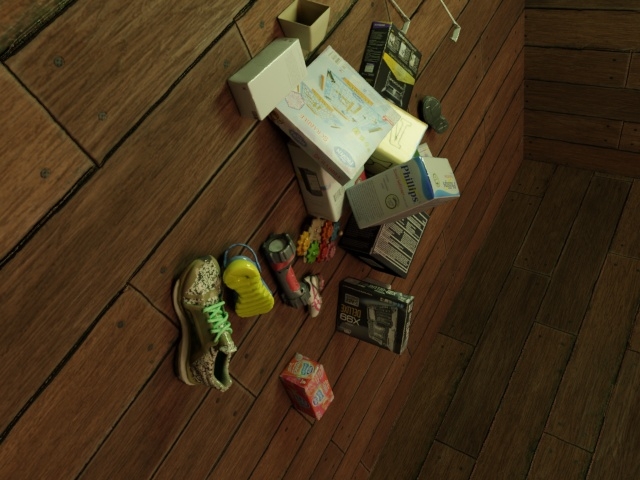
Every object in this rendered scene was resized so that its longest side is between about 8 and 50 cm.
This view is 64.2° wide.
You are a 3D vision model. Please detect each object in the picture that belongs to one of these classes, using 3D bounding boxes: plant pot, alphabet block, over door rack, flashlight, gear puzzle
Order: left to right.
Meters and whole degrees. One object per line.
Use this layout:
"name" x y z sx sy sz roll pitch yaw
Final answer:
"flashlight" -0.102 0.108 1.707 0.103 0.103 0.304 -56 144 -30
"plant pot" -0.041 -0.603 1.444 0.109 0.109 0.096 -54 157 -27
"gear puzzle" 0.000 0.000 1.815 0.339 0.044 0.176 -2 107 -67
"alphabet block" 0.233 -0.356 1.835 0.193 0.197 0.192 -63 -172 -16
"over door rack" 0.352 -0.856 1.799 0.108 0.239 0.324 -63 147 -5

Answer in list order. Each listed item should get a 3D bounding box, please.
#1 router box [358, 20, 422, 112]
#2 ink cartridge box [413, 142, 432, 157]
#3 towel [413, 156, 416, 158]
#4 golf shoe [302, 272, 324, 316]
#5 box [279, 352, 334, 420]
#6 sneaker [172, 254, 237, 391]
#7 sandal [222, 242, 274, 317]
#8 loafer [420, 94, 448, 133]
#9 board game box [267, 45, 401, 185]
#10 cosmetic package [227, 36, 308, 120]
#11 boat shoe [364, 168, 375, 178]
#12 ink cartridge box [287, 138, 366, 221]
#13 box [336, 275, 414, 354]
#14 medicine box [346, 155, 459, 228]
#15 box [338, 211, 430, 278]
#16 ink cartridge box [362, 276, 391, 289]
"router box" 0.264 -0.640 1.916 0.309 0.081 0.243 8 98 -58
"ink cartridge box" 0.479 -0.334 2.333 0.109 0.062 0.209 -28 96 -49
"towel" 0.427 -0.315 2.278 0.023 0.152 0.113 -48 149 -71
"golf shoe" -0.038 0.208 1.906 0.086 0.067 0.186 -11 118 -26
"box" -0.050 0.575 1.999 0.123 0.128 0.257 -50 143 -32
"sneaker" -0.289 0.237 1.401 0.158 0.182 0.410 -24 124 -51
"sandal" -0.217 0.119 1.522 0.126 0.138 0.317 -12 143 -8
"loafer" 0.511 -0.587 2.356 0.096 0.084 0.267 -41 145 9
"board game box" 0.046 -0.379 1.537 0.318 0.066 0.318 43 60 -8
"cosmetic package" -0.139 -0.443 1.388 0.231 0.085 0.117 -50 142 -29
"boat shoe" 0.216 -0.272 2.030 0.223 0.080 0.073 -1 101 -62
"ink cartridge box" 0.032 -0.252 1.704 0.226 0.131 0.306 -50 142 -31
"box" 0.221 0.307 2.117 0.076 0.307 0.242 -28 129 -54
"medicine box" 0.283 -0.162 1.729 0.263 0.289 0.149 -11 80 -58
"box" 0.267 -0.040 2.092 0.296 0.182 0.294 34 77 -45
"ink cartridge box" 0.224 0.279 2.277 0.127 0.128 0.176 -28 129 -49
